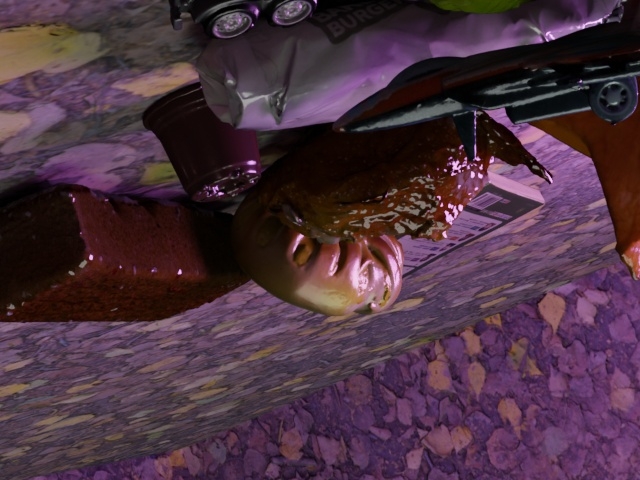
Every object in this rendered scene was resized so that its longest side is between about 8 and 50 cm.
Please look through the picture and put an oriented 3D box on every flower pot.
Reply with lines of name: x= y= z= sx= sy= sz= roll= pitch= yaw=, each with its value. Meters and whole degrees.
flower pot: x=-0.101 y=-0.088 z=1.411 sx=0.111 sy=0.089 sz=0.111 roll=-18 pitch=168 yaw=-4

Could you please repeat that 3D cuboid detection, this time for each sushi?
sushi: x=0.079 y=-0.074 z=1.624 sx=0.296 sy=0.166 sz=0.179 roll=-26 pitch=144 yaw=3

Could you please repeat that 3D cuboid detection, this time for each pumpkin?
pumpkin: x=0.337 y=-0.137 z=1.539 sx=0.258 sy=0.290 sz=0.095 roll=-39 pitch=153 yaw=18

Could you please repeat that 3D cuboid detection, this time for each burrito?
burrito: x=0.099 y=-0.171 z=1.323 sx=0.446 sy=0.101 sz=0.139 roll=-14 pitch=165 yaw=-22

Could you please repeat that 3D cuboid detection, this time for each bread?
bread: x=-0.221 y=0.019 z=1.660 sx=0.165 sy=0.113 sz=0.416 roll=-21 pitch=169 yaw=19
bread: x=0.000 y=0.000 z=1.749 sx=0.213 sy=0.213 sz=0.104 roll=-7 pitch=131 yaw=-44

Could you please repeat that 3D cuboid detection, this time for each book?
book: x=0.135 y=-0.008 z=1.916 sx=0.264 sy=0.027 sz=0.202 roll=-29 pitch=163 yaw=22

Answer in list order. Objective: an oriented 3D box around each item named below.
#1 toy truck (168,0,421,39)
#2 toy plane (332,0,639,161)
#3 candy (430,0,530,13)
toy truck: x=-0.008 y=-0.214 z=0.983 sx=0.243 sy=0.101 sz=0.125 roll=-13 pitch=155 yaw=-13
toy plane: x=0.170 y=-0.131 z=1.221 sx=0.326 sy=0.104 sz=0.223 roll=-24 pitch=-169 yaw=6
candy: x=0.147 y=-0.225 z=1.184 sx=0.097 sy=0.096 sz=0.209 roll=-27 pitch=172 yaw=33
